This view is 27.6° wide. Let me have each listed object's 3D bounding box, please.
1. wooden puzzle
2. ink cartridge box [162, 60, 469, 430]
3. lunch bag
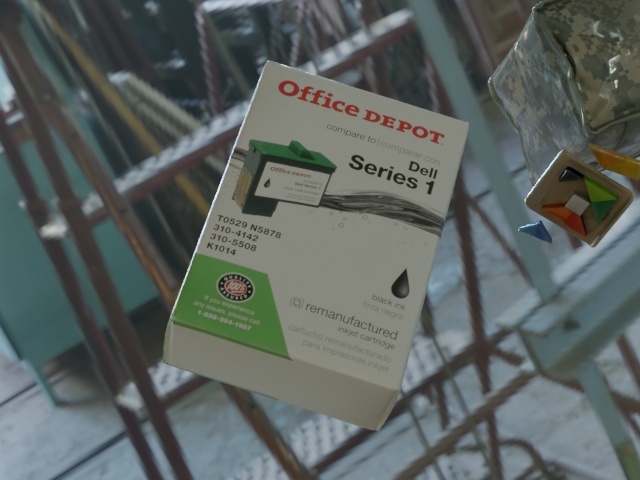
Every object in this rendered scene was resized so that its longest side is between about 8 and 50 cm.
[{"bbox_3d":[0.216,-0.034,1.094,0.014,0.078,0.116,-52,-12,-49],"label":"wooden puzzle"},{"bbox_3d":[0.000,0.000,0.916,0.092,0.160,0.219,108,179,-62],"label":"ink cartridge box"},{"bbox_3d":[0.344,-0.181,1.332,0.287,0.169,0.235,-22,-9,-9],"label":"lunch bag"}]
